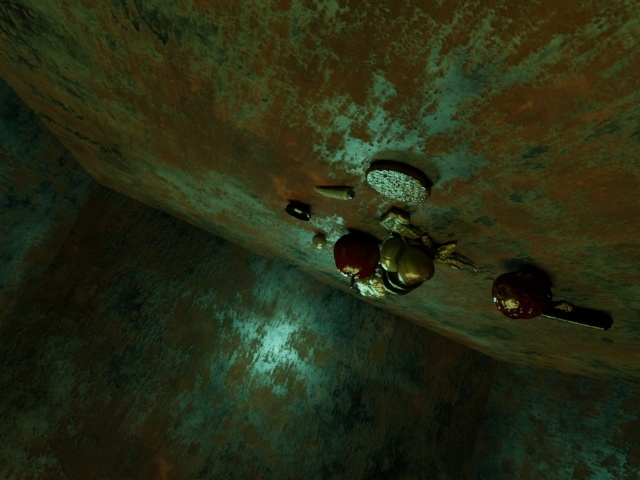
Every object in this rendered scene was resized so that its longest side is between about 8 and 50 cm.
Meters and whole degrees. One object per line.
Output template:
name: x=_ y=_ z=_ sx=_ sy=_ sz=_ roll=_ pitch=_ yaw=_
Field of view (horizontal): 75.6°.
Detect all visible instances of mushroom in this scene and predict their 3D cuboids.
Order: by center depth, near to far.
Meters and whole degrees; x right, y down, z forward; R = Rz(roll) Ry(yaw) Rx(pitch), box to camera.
mushroom: x=0.000 y=0.000 z=2.262 sx=0.085 sy=0.085 sz=0.079 roll=14 pitch=-162 yaw=29

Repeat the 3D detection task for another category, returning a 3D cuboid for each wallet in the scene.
wallet: x=1.088 y=0.335 z=1.822 sx=0.321 sy=0.044 sz=0.171 roll=8 pitch=179 yaw=43

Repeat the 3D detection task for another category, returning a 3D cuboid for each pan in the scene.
pan: x=-0.070 y=-0.131 z=1.905 sx=0.202 sy=0.048 sz=0.128 roll=15 pitch=165 yaw=34

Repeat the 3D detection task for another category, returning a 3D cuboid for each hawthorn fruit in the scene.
hawthorn fruit: x=0.168 y=0.096 z=1.973 sx=0.230 sy=0.265 sz=0.210 roll=24 pitch=148 yaw=-20

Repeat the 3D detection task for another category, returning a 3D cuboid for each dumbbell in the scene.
dumbbell: x=0.395 y=0.160 z=1.983 sx=0.192 sy=0.191 sz=0.290 roll=22 pitch=166 yaw=4

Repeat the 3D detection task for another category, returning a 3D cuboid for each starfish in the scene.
starfish: x=0.504 y=0.062 z=1.730 sx=0.300 sy=0.060 sz=0.302 roll=18 pitch=165 yaw=25

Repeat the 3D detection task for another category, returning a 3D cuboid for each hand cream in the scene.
hand cream: x=0.054 y=-0.181 z=1.567 sx=0.067 sy=0.042 sz=0.195 roll=24 pitch=173 yaw=-40

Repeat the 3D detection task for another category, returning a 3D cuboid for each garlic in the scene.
garlic: x=0.327 y=0.241 z=2.476 sx=0.245 sy=0.160 sz=0.244 roll=24 pitch=146 yaw=17

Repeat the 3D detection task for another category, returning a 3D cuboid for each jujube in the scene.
jujube: x=0.786 y=0.215 z=1.603 sx=0.291 sy=0.196 sz=0.197 roll=14 pitch=174 yaw=-38

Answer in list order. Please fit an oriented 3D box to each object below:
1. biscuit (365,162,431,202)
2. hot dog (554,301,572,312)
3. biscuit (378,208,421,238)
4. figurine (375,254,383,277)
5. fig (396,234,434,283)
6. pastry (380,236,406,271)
biscuit: x=0.240 y=-0.179 z=1.286 sx=0.212 sy=0.036 sz=0.212 roll=22 pitch=166 yaw=6
hot dog: x=1.048 y=0.287 z=1.779 sx=0.058 sy=0.035 sz=0.083 roll=24 pitch=166 yaw=7
biscuit: x=0.319 y=-0.063 z=1.592 sx=0.174 sy=0.038 sz=0.183 roll=23 pitch=167 yaw=1
figurine: x=0.325 y=0.129 z=2.114 sx=0.072 sy=0.129 sz=0.054 roll=35 pitch=149 yaw=-28
fig: x=0.370 y=0.080 z=1.696 sx=0.160 sy=0.143 sz=0.230 roll=-13 pitch=120 yaw=45
pastry: x=0.319 y=0.059 z=1.807 sx=0.092 sy=0.156 sz=0.156 roll=13 pitch=163 yaw=35
